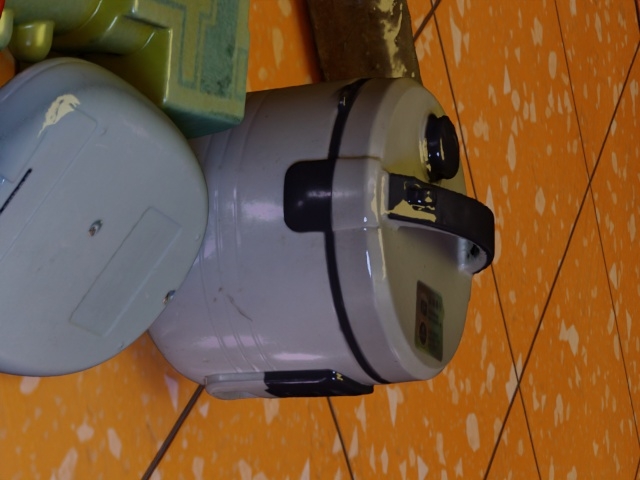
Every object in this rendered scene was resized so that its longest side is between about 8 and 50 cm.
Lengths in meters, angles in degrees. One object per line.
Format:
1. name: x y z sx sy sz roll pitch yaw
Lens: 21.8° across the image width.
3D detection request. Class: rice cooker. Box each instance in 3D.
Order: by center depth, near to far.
1. rice cooker: 0.000 0.000 1.160 0.226 0.244 0.226 -7 90 -69

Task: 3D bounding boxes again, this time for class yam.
1. yam: 0.034 -0.205 1.463 0.093 0.093 0.259 -50 132 -59

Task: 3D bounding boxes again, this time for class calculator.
1. calculator: -0.153 -0.008 0.943 0.184 0.042 0.295 -55 153 -1

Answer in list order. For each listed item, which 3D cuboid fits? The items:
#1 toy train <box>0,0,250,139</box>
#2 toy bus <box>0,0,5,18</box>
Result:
1. toy train: -0.160 -0.191 0.941 0.369 0.150 0.237 7 87 -65
2. toy bus: -0.225 -0.112 0.690 0.089 0.195 0.081 1 87 -64
